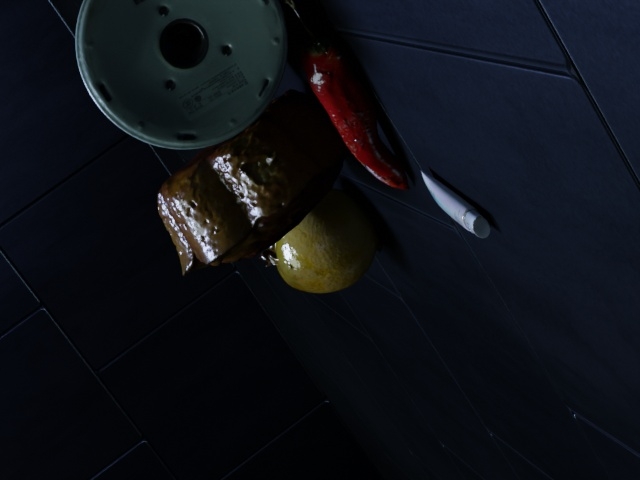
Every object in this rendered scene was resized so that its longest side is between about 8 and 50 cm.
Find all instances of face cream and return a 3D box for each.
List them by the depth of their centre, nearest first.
[{"bbox_3d":[0.129,-0.035,1.366,0.038,0.020,0.115,58,172,-34],"label":"face cream"}]

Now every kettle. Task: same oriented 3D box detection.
[{"bbox_3d":[-0.173,-0.221,1.493,0.265,0.205,0.318,27,-176,-8],"label":"kettle"}]

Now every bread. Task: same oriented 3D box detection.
[{"bbox_3d":[-0.069,-0.068,1.618,0.135,0.247,0.232,54,159,-8],"label":"bread"}]

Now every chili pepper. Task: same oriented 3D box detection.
[{"bbox_3d":[0.027,-0.136,1.422,0.059,0.050,0.268,20,150,46],"label":"chili pepper"}]

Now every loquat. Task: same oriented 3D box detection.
[{"bbox_3d":[0.000,0.000,1.821,0.163,0.163,0.137,168,96,-81],"label":"loquat"}]
